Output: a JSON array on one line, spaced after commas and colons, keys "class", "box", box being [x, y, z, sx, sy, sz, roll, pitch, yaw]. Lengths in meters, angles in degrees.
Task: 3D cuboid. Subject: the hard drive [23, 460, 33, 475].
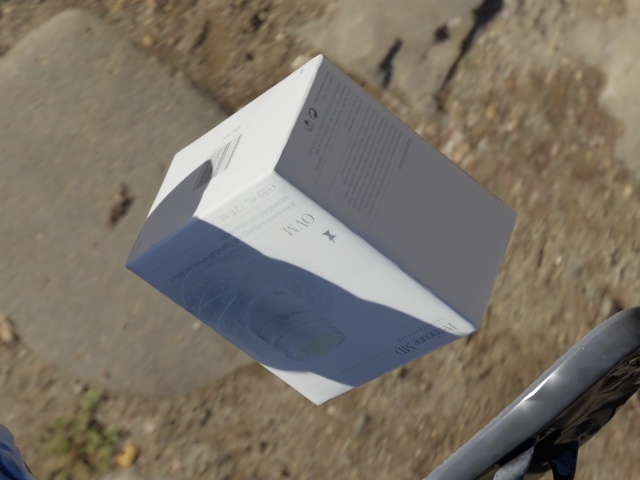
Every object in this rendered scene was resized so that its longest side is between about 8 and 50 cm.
[{"class": "hard drive", "box": [-0.339, 0.247, 1.747, 0.172, 0.255, 0.054, -10, 123, -26]}]

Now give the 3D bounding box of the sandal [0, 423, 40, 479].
[{"class": "sandal", "box": [-0.227, 0.244, 1.548, 0.126, 0.138, 0.317, -40, 101, 18]}]

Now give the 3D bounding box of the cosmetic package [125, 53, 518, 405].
[{"class": "cosmetic package", "box": [0.000, 0.000, 1.624, 0.225, 0.138, 0.224, 36, 142, -20]}]

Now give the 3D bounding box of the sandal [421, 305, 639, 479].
[{"class": "sandal", "box": [0.113, 0.139, 1.122, 0.254, 0.097, 0.054, -49, 63, 29]}]
